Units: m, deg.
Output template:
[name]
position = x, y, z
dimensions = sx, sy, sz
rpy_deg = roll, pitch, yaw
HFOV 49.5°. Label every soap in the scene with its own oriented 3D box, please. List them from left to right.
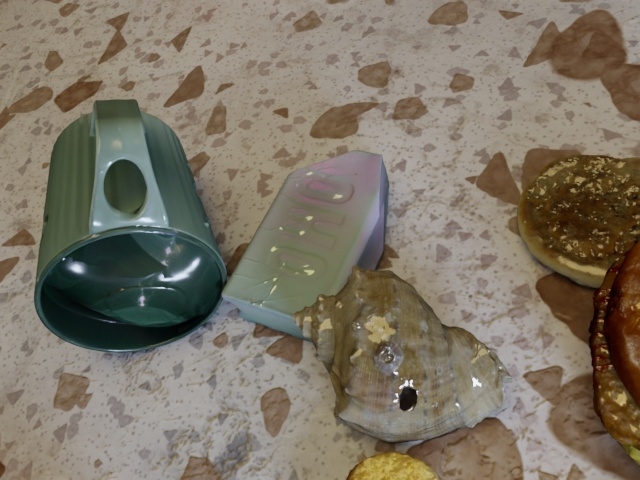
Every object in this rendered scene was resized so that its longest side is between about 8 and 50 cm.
[soap]
position = 0.000, 0.000, 1.239
dimensions = 0.208, 0.115, 0.347
rpy_deg = 16, 64, 27

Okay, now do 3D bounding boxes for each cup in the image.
[cup]
position = -0.330, -0.054, 1.250
dimensions = 0.401, 0.310, 0.392
rpy_deg = -49, 42, 29

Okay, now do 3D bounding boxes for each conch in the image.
[conch]
position = 0.101, 0.189, 1.015
dimensions = 0.324, 0.263, 0.186
rpy_deg = 24, 26, 24

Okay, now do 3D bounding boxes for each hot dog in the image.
[hot dog]
position = 0.472, 0.142, 0.920
dimensions = 0.223, 0.185, 0.405
rpy_deg = -1, 47, 30

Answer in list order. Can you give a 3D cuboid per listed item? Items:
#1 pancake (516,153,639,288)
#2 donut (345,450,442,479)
[pancake]
position = 0.462, -0.038, 1.145
dimensions = 0.282, 0.049, 0.282
rpy_deg = -11, 53, 15
[donut]
position = 0.099, 0.398, 0.968
dimensions = 0.174, 0.074, 0.190
rpy_deg = -3, 53, 19
